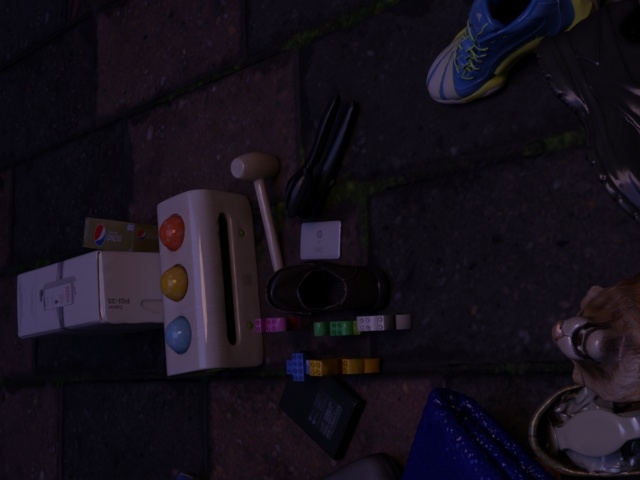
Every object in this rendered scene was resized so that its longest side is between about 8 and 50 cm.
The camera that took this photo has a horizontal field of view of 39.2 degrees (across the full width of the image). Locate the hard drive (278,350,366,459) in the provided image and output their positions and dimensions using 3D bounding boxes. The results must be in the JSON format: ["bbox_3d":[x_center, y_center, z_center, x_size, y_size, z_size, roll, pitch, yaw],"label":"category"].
[{"bbox_3d":[-0.001,0.227,1.252,0.135,0.022,0.094,36,112,43],"label":"hard drive"}]

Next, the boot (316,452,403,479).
[{"bbox_3d":[-0.060,0.383,1.151,0.338,0.223,0.118,-45,54,35],"label":"boot"}]

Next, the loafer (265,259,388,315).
[{"bbox_3d":[-0.009,0.062,1.236,0.220,0.078,0.080,-8,80,46],"label":"loafer"}]

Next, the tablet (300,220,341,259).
[{"bbox_3d":[0.000,0.000,1.288,0.083,0.006,0.054,-2,84,47],"label":"tablet"}]

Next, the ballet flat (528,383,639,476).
[{"bbox_3d":[0.342,0.160,0.822,0.348,0.123,0.123,-23,70,43],"label":"ballet flat"}]

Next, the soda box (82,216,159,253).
[{"bbox_3d":[-0.363,-0.007,1.639,0.181,0.061,0.058,8,92,47],"label":"soda box"}]

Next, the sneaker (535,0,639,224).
[{"bbox_3d":[0.323,-0.121,0.886,0.130,0.109,0.286,-36,64,29],"label":"sneaker"}]

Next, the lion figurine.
[{"bbox_3d":[0.354,-0.028,0.740,0.392,0.142,0.240,-59,13,-4],"label":"lion figurine"}]

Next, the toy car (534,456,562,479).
[{"bbox_3d":[0.232,0.294,0.979,0.060,0.040,0.122,-11,77,46],"label":"toy car"}]

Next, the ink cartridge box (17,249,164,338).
[{"bbox_3d":[-0.352,0.095,1.510,0.283,0.207,0.117,-13,78,45],"label":"ink cartridge box"}]

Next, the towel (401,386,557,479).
[{"bbox_3d":[0.152,0.339,0.977,0.227,0.076,0.308,43,133,40],"label":"towel"}]

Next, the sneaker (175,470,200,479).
[{"bbox_3d":[-0.247,0.456,1.465,0.221,0.083,0.087,-46,41,27],"label":"sneaker"}]

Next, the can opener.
[{"bbox_3d":[0.004,-0.114,1.264,0.186,0.059,0.073,-63,19,8],"label":"can opener"}]

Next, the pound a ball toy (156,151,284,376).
[{"bbox_3d":[-0.161,0.036,1.363,0.208,0.136,0.319,-17,74,45],"label":"pound a ball toy"}]

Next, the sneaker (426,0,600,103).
[{"bbox_3d":[0.188,-0.237,1.021,0.240,0.126,0.091,-31,64,41],"label":"sneaker"}]

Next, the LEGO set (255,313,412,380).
[{"bbox_3d":[0.001,0.142,1.182,0.227,0.093,0.087,-6,84,37],"label":"LEGO set"}]
